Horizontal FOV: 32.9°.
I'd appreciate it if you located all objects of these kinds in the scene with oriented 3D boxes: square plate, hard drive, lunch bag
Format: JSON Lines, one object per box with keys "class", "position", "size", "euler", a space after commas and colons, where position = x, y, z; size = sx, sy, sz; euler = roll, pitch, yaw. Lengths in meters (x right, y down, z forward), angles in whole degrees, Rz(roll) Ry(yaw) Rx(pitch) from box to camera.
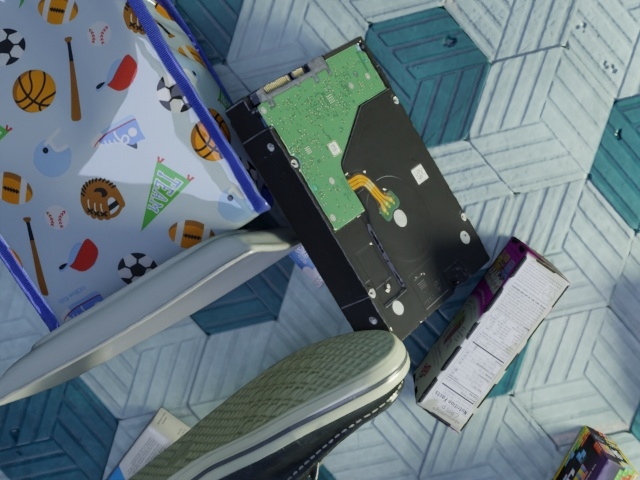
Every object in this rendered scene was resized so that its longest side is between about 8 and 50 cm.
{"class": "square plate", "position": [-0.189, 0.072, 1.287], "size": [0.344, 0.347, 0.049], "euler": [-30, 87, 10]}
{"class": "hard drive", "position": [0.053, -0.062, 1.333], "size": [0.064, 0.237, 0.339], "euler": [-24, 99, 45]}
{"class": "lunch bag", "position": [-0.282, -0.141, 1.330], "size": [0.328, 0.239, 0.385], "euler": [-32, 102, 8]}

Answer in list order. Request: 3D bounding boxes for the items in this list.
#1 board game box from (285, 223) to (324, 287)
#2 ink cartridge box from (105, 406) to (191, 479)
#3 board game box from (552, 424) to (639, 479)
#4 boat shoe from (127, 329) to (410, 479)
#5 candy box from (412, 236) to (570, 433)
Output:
{"class": "board game box", "position": [0.000, 0.000, 1.441], "size": [0.090, 0.020, 0.090], "euler": [-43, 94, 9]}
{"class": "ink cartridge box", "position": [-0.183, 0.349, 1.462], "size": [0.203, 0.086, 0.148], "euler": [37, 98, -3]}
{"class": "board game box", "position": [0.336, 0.342, 1.411], "size": [0.048, 0.141, 0.170], "euler": [27, 97, -1]}
{"class": "boat shoe", "position": [-0.073, 0.276, 1.293], "size": [0.500, 0.187, 0.156], "euler": [-39, 100, 22]}
{"class": "candy box", "position": [0.212, 0.116, 1.377], "size": [0.071, 0.159, 0.233], "euler": [35, 99, -1]}
